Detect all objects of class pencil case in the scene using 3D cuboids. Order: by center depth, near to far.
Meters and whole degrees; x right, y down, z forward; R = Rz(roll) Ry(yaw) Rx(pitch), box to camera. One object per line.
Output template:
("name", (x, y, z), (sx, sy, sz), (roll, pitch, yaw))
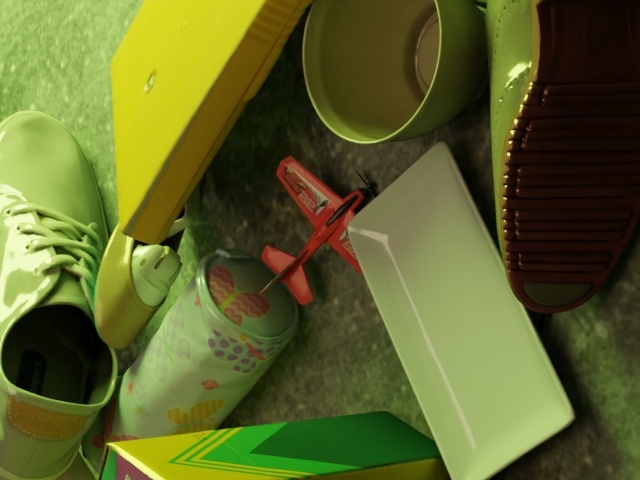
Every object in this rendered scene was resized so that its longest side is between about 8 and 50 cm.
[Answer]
("pencil case", (-0.131, 0.130, 1.537), (0.273, 0.113, 0.124), (-50, 40, 35))

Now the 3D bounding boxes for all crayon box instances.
("crayon box", (-0.067, 0.336, 1.319), (0.106, 0.313, 0.363), (28, 110, 43))

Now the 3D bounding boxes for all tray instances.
("tray", (0.120, 0.064, 1.329), (0.145, 0.030, 0.270), (-43, 60, 39))

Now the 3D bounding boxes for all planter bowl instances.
("planter bowl", (0.078, -0.159, 1.317), (0.162, 0.109, 0.162), (-1, 89, 46))

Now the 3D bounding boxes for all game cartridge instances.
("game cartridge", (-0.108, -0.200, 1.488), (0.324, 0.052, 0.285), (-53, 31, 32))

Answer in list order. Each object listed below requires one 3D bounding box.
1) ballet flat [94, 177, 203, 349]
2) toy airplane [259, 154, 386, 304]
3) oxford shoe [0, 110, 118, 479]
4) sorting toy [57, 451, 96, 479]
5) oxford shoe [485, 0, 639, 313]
("ballet flat", (-0.165, -0.003, 1.552), (0.073, 0.080, 0.232), (-10, 55, 33))
("toy airplane", (0.000, 0.000, 1.445), (0.151, 0.028, 0.151), (1, 92, 22))
("oxford shoe", (-0.277, 0.035, 1.603), (0.130, 0.169, 0.449), (-48, 35, 41))
("sorting toy", (-0.276, 0.328, 1.631), (0.255, 0.089, 0.257), (51, 151, 34))
("oxford shoe", (0.187, -0.120, 1.223), (0.130, 0.123, 0.348), (-149, 64, -71))
